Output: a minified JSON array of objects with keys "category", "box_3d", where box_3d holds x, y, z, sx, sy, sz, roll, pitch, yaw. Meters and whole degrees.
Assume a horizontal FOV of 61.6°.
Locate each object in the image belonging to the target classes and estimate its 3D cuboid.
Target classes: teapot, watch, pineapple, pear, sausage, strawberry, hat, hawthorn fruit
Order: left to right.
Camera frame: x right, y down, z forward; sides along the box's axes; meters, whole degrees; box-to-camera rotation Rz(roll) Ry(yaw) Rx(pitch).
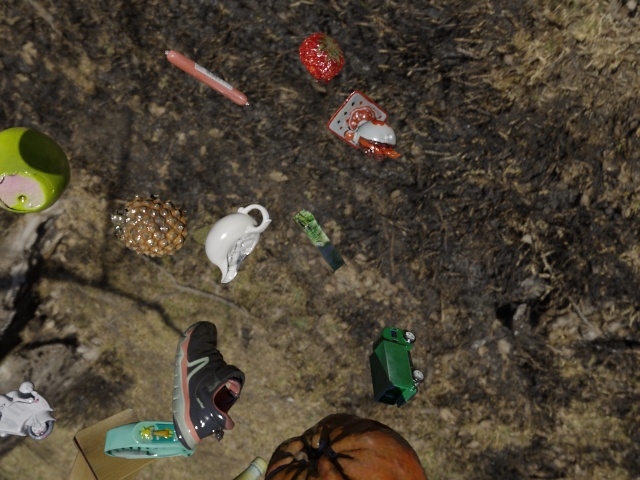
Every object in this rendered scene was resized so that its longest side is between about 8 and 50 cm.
[{"category":"pear","box_3d":[-0.658,-0.162,1.207,0.219,0.188,0.187,-123,26,-49]},{"category":"pineapple","box_3d":[-0.440,-0.041,1.364,0.166,0.193,0.166,-9,75,40]},{"category":"watch","box_3d":[-0.438,0.529,1.409,0.237,0.068,0.195,10,145,-27]},{"category":"sausage","box_3d":[-0.250,-0.363,1.208,0.223,0.029,0.029,26,148,-36]},{"category":"hat","box_3d":[-0.420,-0.041,2.087,0.146,0.146,0.067,26,126,18]},{"category":"teapot","box_3d":[-0.283,-0.004,1.814,0.139,0.204,0.298,45,114,29]},{"category":"strawberry","box_3d":[0.007,-0.539,1.568,0.086,0.145,0.145,-27,103,40]},{"category":"hawthorn fruit","box_3d":[0.045,0.382,0.768,0.262,0.258,0.258,35,140,-25]}]

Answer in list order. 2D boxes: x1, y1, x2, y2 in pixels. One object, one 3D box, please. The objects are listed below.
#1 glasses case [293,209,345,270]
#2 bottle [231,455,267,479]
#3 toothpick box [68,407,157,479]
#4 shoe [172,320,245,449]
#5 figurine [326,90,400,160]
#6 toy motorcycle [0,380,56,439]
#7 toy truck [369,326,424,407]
[{"category":"glasses case","box_3d":[0.000,0.000,2.068,0.095,0.062,0.272,47,174,49]},{"category":"bottle","box_3d":[-0.221,0.587,1.181,0.083,0.270,0.083,29,141,27]},{"category":"toothpick box","box_3d":[-0.659,0.697,1.661,0.187,0.190,0.308,49,130,18]},{"category":"shoe","box_3d":[-0.230,0.288,1.136,0.137,0.290,0.114,-11,138,4]},{"category":"figurine","box_3d":[0.167,-0.327,1.696,0.160,0.184,0.226,-49,45,17]},{"category":"toy motorcycle","box_3d":[-0.937,0.519,1.665,0.261,0.170,0.110,11,146,3]},{"category":"toy truck","box_3d":[0.139,0.231,1.002,0.079,0.147,0.065,19,127,-16]}]
